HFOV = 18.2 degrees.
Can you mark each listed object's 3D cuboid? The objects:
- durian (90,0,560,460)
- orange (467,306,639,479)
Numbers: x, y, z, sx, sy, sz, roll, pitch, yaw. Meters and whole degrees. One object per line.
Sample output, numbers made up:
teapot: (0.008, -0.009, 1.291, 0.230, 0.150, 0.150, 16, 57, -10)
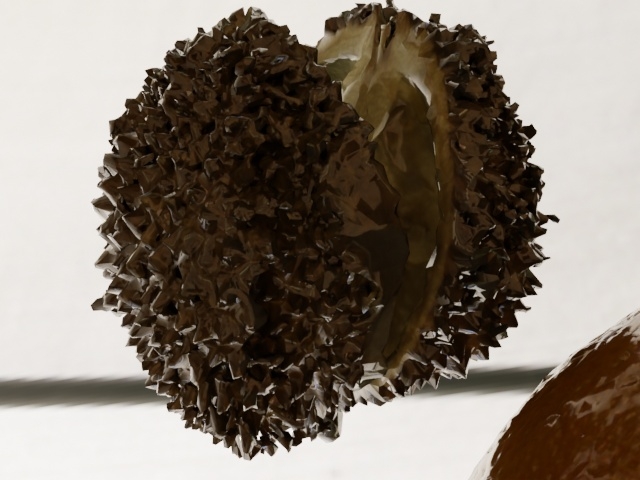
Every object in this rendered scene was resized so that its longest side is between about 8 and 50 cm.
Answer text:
durian: (0.000, 0.000, 0.789, 0.196, 0.196, 0.167, 49, -177, -33)
orange: (0.163, 0.140, 0.740, 0.264, 0.264, 0.264, 20, -116, -49)
